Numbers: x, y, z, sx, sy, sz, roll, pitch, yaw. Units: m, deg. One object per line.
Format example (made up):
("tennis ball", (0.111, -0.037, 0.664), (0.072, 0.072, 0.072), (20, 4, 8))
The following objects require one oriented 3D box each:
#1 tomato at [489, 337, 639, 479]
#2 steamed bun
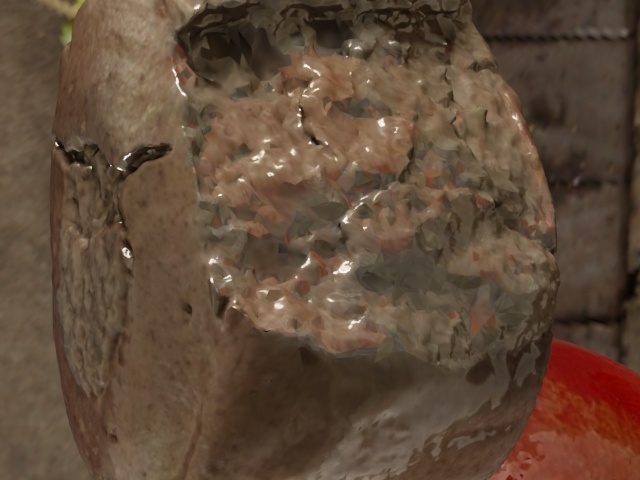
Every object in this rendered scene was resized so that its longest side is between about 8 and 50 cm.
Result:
("tomato", (0.066, 0.201, 1.057), (0.290, 0.293, 0.325), (49, 146, -11))
("steamed bun", (0.000, 0.000, 0.568), (0.106, 0.144, 0.175), (-16, 80, 59))
